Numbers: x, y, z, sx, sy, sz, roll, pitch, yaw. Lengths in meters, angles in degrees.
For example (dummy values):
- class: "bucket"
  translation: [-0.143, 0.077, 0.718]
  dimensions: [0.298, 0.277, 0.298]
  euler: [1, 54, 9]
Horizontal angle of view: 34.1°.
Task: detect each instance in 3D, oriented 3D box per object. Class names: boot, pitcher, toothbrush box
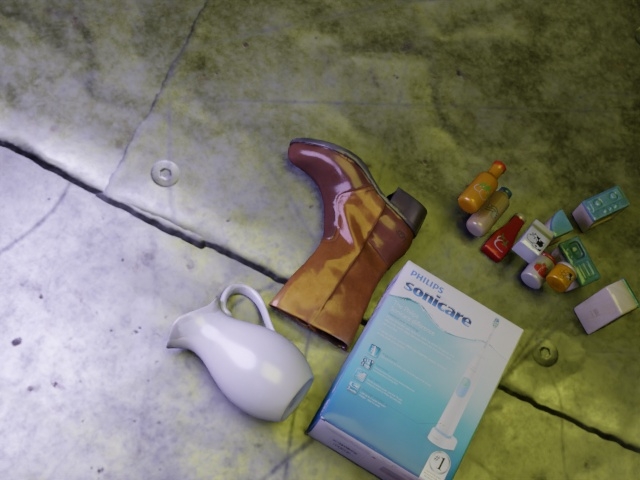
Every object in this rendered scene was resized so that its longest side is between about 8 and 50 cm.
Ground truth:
- class: "boot"
  translation: [0.000, 0.000, 1.693]
  dimensions: [0.264, 0.096, 0.280]
  euler: [36, 73, -7]
- class: "pitcher"
  translation: [-0.101, 0.163, 1.579]
  dimensions: [0.207, 0.125, 0.178]
  euler: [36, 50, 13]
- class: "toothbrush box"
  translation: [0.146, 0.216, 1.605]
  dimensions: [0.216, 0.126, 0.295]
  euler: [30, 66, 0]

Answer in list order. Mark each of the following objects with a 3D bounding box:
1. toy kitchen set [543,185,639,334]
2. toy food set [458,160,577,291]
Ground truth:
- class: "toy kitchen set"
  translation: [0.492, 0.022, 1.764]
  dimensions: [0.166, 0.122, 0.207]
  euler: [-22, 77, -20]
- class: "toy food set"
  translation: [0.339, -0.018, 1.748]
  dimensions: [0.232, 0.111, 0.104]
  euler: [39, 66, 6]
